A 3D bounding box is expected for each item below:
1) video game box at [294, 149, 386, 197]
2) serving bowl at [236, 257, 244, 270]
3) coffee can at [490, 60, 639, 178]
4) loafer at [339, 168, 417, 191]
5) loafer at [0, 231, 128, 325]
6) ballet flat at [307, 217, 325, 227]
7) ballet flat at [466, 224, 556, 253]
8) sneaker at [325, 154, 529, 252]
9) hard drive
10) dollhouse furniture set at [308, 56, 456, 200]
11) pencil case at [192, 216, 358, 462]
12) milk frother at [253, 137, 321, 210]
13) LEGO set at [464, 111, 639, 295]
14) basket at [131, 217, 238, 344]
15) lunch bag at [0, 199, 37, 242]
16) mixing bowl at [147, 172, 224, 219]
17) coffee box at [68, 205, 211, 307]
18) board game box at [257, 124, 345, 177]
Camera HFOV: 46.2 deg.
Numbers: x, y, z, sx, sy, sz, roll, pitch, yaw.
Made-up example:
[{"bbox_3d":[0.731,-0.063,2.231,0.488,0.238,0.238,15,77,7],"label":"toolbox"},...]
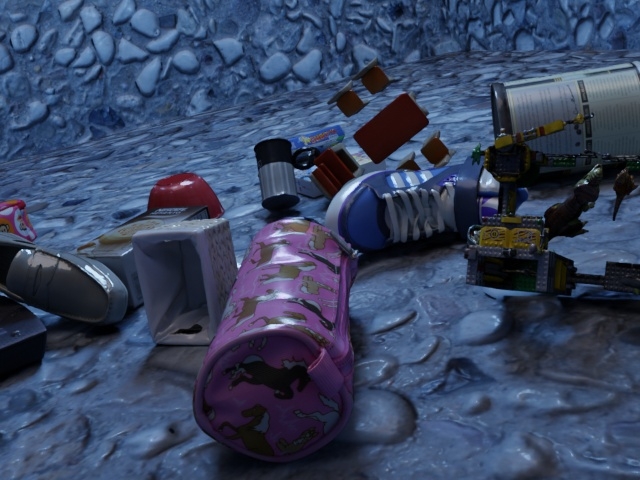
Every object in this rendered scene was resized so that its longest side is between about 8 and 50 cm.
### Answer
[{"bbox_3d":[0.022,-0.163,1.777,0.205,0.048,0.187,-20,19,-24],"label":"video game box"},{"bbox_3d":[-0.151,0.048,1.290,0.083,0.027,0.083,-9,18,3],"label":"serving bowl"},{"bbox_3d":[0.484,-0.228,1.465,0.275,0.202,0.201,-7,19,11],"label":"coffee can"},{"bbox_3d":[0.127,-0.085,1.416,0.087,0.094,0.251,2,22,45],"label":"loafer"},{"bbox_3d":[-0.449,0.063,1.200,0.319,0.112,0.111,15,6,25],"label":"loafer"},{"bbox_3d":[0.000,0.000,1.338,0.049,0.058,0.173,25,2,-29],"label":"ballet flat"},{"bbox_3d":[0.280,0.014,1.091,0.070,0.070,0.188,-23,22,-31],"label":"ballet flat"},{"bbox_3d":[0.194,-0.056,1.235,0.322,0.130,0.236,-18,15,-39],"label":"sneaker"},{"bbox_3d":[-0.525,0.155,1.147,0.172,0.054,0.254,-23,21,-32],"label":"hard drive"},{"bbox_3d":[0.107,-0.200,1.563,0.259,0.262,0.135,-38,6,31],"label":"dollhouse furniture set"},{"bbox_3d":[-0.038,0.097,0.890,0.160,0.167,0.386,22,20,-4],"label":"pencil case"},{"bbox_3d":[-0.063,-0.139,1.621,0.143,0.135,0.129,-9,-18,0],"label":"milk frother"},{"bbox_3d":[0.316,-0.031,0.897,0.331,0.255,0.192,14,1,29],"label":"LEGO set"},{"bbox_3d":[-0.186,0.055,1.084,0.113,0.167,0.103,-3,14,22],"label":"basket"},{"bbox_3d":[-0.808,0.008,1.657,0.258,0.120,0.293,-9,17,19],"label":"lunch bag"},{"bbox_3d":[-0.314,-0.092,1.684,0.181,0.098,0.181,-11,19,4],"label":"mixing bowl"},{"bbox_3d":[-0.315,0.024,1.340,0.141,0.098,0.246,-1,21,28],"label":"coffee box"},{"bbox_3d":[-0.048,-0.210,1.850,0.201,0.035,0.136,-20,-20,-24],"label":"board game box"}]
